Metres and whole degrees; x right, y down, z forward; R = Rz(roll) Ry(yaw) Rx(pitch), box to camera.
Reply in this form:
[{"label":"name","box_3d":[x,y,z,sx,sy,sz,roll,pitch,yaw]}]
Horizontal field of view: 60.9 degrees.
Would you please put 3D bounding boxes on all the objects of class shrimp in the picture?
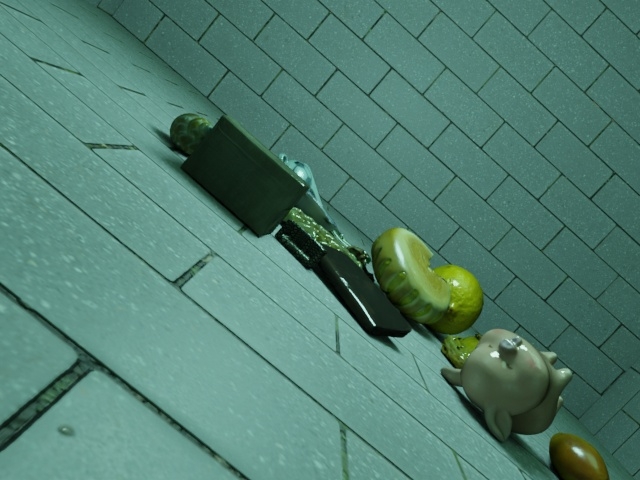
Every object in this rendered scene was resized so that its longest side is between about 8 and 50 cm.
[{"label":"shrimp","box_3d":[0.137,0.074,1.757,0.143,0.052,0.251,53,-1,0]}]

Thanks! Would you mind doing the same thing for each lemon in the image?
[{"label":"lemon","box_3d":[0.461,0.213,1.962,0.260,0.260,0.284,42,36,10]}]

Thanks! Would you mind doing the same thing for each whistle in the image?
[{"label":"whistle","box_3d":[-0.093,-0.185,1.934,0.163,0.163,0.290,50,-14,52]}]

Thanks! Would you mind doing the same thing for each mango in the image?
[{"label":"mango","box_3d":[0.653,0.561,1.401,0.138,0.113,0.253,44,6,2]}]

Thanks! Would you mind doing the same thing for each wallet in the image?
[{"label":"wallet","box_3d":[0.083,0.113,1.287,0.165,0.042,0.309,21,22,-47]}]

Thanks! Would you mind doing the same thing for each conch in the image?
[{"label":"conch","box_3d":[-0.311,-0.259,1.342,0.116,0.106,0.173,62,-3,12]}]

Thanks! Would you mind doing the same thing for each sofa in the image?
[{"label":"sofa","box_3d":[-0.045,0.008,1.271,0.118,0.060,0.039,43,4,18]}]

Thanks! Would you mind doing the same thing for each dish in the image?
[{"label":"dish","box_3d":[-0.042,-0.100,1.782,0.236,0.086,0.228,52,4,19]}]

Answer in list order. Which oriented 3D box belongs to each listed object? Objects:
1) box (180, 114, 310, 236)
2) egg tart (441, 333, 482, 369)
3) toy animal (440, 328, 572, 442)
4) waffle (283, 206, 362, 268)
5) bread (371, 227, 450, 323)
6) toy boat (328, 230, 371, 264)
[{"label":"box","box_3d":[-0.158,-0.143,1.212,0.231,0.155,0.149,40,7,1]},{"label":"egg tart","box_3d":[0.510,0.384,1.681,0.294,0.123,0.294,40,9,-8]},{"label":"toy animal","box_3d":[0.467,0.353,1.324,0.237,0.269,0.326,-129,-160,-52]},{"label":"waffle","box_3d":[0.000,0.000,1.580,0.309,0.056,0.292,42,8,18]},{"label":"bread","box_3d":[0.278,0.119,1.759,0.333,0.160,0.333,37,33,-29]},{"label":"toy boat","box_3d":[0.096,0.018,1.990,0.210,0.052,0.104,42,10,1]}]
